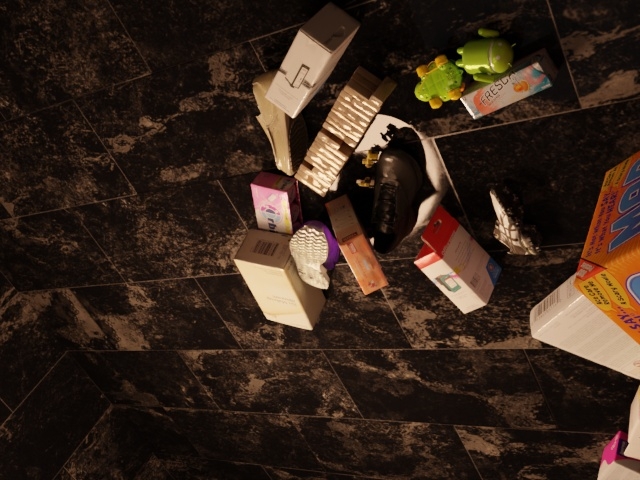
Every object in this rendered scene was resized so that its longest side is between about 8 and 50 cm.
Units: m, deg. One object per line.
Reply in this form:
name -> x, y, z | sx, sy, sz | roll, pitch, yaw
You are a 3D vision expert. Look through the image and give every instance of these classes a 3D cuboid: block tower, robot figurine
block tower -> 0.050, -0.247, 1.729 | 0.097, 0.091, 0.335 | 34, 138, -2
robot figurine -> 0.321, -0.356, 1.464 | 0.115, 0.067, 0.101 | 8, 92, 39

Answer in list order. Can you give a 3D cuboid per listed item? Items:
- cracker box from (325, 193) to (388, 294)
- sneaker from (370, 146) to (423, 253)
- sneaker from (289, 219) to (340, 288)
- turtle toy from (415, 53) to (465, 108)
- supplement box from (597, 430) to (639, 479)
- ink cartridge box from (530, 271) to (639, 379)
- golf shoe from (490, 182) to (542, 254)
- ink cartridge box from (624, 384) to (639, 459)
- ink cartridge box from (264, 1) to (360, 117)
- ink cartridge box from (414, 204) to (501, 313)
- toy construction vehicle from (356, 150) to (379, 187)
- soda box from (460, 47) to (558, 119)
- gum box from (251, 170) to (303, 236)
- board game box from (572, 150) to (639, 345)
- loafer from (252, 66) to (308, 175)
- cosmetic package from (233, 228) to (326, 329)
cracker box -> 0.085, 0.006, 1.849 | 0.067, 0.232, 0.155 | -26, 118, 4
sneaker -> 0.170, -0.086, 1.779 | 0.109, 0.130, 0.286 | 14, 134, 24
sneaker -> -0.001, 0.000, 1.947 | 0.102, 0.146, 0.293 | 21, 155, 12
turtle toy -> 0.242, -0.323, 1.552 | 0.130, 0.066, 0.095 | -19, 94, 45
supplement box -> 0.875, 0.623, 2.025 | 0.220, 0.111, 0.114 | 22, 138, 12
ink cartridge box -> 0.732, 0.183, 1.743 | 0.385, 0.091, 0.308 | 20, 140, -11
golf shoe -> 0.418, -0.039, 1.707 | 0.094, 0.077, 0.198 | -16, 118, 41
ink cartridge box -> 0.859, 0.408, 1.795 | 0.207, 0.119, 0.353 | 11, 141, 15
ink cartridge box -> -0.018, -0.381, 1.600 | 0.086, 0.148, 0.203 | 36, 138, -1
ink cartridge box -> 0.315, 0.044, 1.807 | 0.231, 0.134, 0.078 | 45, 138, -12
toy construction vehicle -> 0.107, -0.166, 1.756 | 0.035, 0.098, 0.085 | 4, 95, -9
soda box -> 0.369, -0.306, 1.490 | 0.183, 0.063, 0.058 | -21, 117, 43
gum box -> -0.113, -0.083, 2.010 | 0.107, 0.062, 0.188 | 14, 136, 21
board game box -> 0.733, 0.004, 1.334 | 0.356, 0.356, 0.356 | 41, 138, -8
loafer -> -0.097, -0.282, 1.789 | 0.092, 0.102, 0.268 | 10, 124, 27
cosmetic package -> -0.107, 0.111, 2.107 | 0.160, 0.113, 0.309 | 10, 146, 25
